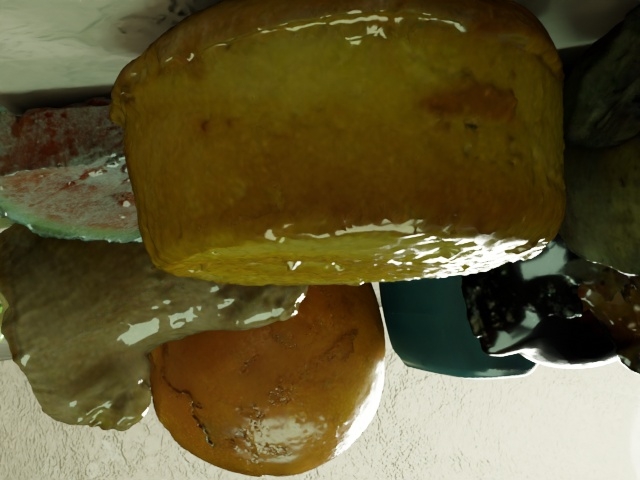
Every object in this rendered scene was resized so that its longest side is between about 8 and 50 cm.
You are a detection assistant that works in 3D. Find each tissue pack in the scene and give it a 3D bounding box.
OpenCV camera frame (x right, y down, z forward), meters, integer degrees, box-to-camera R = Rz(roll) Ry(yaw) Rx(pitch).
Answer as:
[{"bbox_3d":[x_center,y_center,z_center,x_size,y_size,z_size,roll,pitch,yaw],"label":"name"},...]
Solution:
[{"bbox_3d":[0.202,0.011,1.191,0.287,0.206,0.198,-2,180,-25],"label":"tissue pack"}]

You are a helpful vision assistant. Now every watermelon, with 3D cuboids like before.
[{"bbox_3d":[-0.137,-0.057,0.852,0.139,0.071,0.187,-17,161,24],"label":"watermelon"}]

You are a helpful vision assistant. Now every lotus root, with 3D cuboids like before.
[{"bbox_3d":[0.197,-0.078,0.720,0.183,0.203,0.078,-12,129,33],"label":"lotus root"}]

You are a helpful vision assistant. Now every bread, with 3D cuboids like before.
[{"bbox_3d":[0.009,-0.050,0.707,0.268,0.145,0.268,-3,171,0],"label":"bread"}]

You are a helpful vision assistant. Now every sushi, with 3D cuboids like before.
[{"bbox_3d":[0.198,-0.009,0.933,0.215,0.212,0.227,-8,174,11],"label":"sushi"}]

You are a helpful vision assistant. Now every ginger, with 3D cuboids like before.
[{"bbox_3d":[-0.138,0.036,1.026,0.276,0.221,0.130,0,159,17],"label":"ginger"}]

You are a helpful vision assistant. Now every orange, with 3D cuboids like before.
[{"bbox_3d":[-0.051,0.096,1.193,0.240,0.240,0.240,-7,173,-1],"label":"orange"}]

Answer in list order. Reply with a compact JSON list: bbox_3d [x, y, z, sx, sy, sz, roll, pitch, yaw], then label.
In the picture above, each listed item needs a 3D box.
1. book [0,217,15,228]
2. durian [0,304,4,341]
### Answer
[{"bbox_3d":[-0.300,-0.023,1.152,0.077,0.014,0.111,-9,173,6],"label":"book"},{"bbox_3d":[-0.412,0.065,1.251,0.250,0.139,0.101,-4,169,-14],"label":"durian"}]
